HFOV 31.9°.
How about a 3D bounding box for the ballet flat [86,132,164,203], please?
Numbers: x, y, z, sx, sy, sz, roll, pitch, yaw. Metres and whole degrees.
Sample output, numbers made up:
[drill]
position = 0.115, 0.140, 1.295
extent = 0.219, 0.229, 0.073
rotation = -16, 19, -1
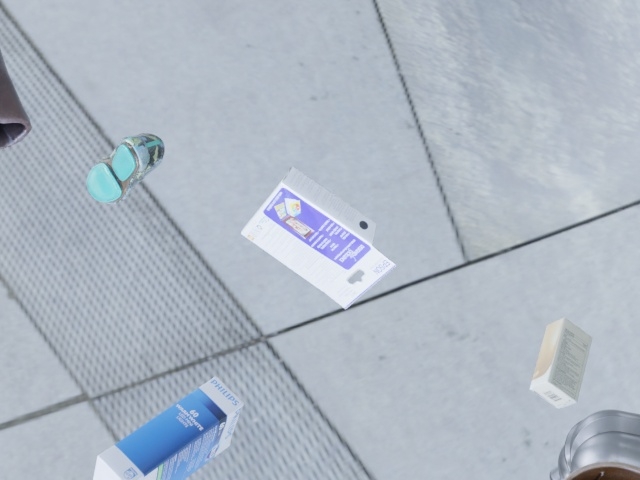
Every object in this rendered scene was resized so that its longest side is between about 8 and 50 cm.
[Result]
[ballet flat]
position = -0.260, -0.098, 1.527
extent = 0.188, 0.070, 0.070
rotation = -22, 82, 58

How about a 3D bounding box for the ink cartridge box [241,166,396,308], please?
[ink cartridge box]
position = 0.000, 0.000, 1.690
extent = 0.208, 0.045, 0.206
rotation = 37, 150, -5

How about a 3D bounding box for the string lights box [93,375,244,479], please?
[string lights box]
position = -0.250, 0.347, 1.846
extent = 0.077, 0.259, 0.133
rotation = 39, 136, 20

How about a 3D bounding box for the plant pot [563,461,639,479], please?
[plant pot]
position = 0.307, 0.353, 1.244
extent = 0.167, 0.167, 0.165
rotation = 42, 152, 17

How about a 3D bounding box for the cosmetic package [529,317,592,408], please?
[cosmetic package]
position = 0.345, 0.175, 1.607
extent = 0.060, 0.115, 0.041
rotation = 36, 144, -15

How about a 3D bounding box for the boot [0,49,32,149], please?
[boot]
position = -0.256, -0.145, 0.513
extent = 0.090, 0.248, 0.207
rotation = -37, 62, 36

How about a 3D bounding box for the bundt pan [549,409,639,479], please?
[bundt pan]
position = 0.362, 0.372, 1.491
extent = 0.124, 0.331, 0.331
rotation = 18, 100, 7
